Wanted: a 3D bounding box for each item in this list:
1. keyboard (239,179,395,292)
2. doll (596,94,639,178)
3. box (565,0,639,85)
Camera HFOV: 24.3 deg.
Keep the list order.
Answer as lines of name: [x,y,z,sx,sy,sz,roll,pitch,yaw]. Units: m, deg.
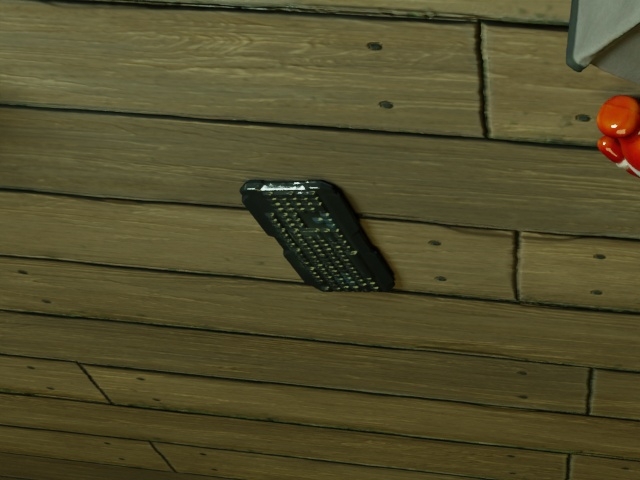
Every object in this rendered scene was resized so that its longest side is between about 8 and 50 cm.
keyboard: [0.000,0.001,1.543,0.106,0.016,0.262,1,156,19]
doll: [0.315,-0.043,1.247,0.142,0.076,0.245,20,165,41]
box: [0.261,-0.185,0.780,0.153,0.188,0.252,17,158,-19]
